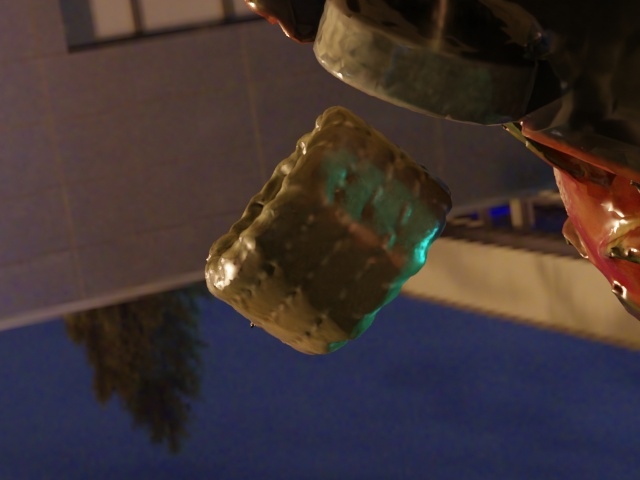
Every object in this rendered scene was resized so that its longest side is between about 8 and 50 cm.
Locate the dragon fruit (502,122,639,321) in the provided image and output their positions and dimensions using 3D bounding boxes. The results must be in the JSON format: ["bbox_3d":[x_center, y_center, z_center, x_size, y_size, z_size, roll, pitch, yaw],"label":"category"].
[{"bbox_3d":[0.177,-0.043,0.569,0.198,0.200,0.269,-14,162,8],"label":"dragon fruit"}]

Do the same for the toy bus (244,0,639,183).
[{"bbox_3d":[0.152,-0.066,0.329,0.329,0.143,0.153,25,-158,24],"label":"toy bus"}]

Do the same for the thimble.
[{"bbox_3d":[0.000,0.000,0.541,0.110,0.062,0.084,-45,-170,49],"label":"thimble"}]
